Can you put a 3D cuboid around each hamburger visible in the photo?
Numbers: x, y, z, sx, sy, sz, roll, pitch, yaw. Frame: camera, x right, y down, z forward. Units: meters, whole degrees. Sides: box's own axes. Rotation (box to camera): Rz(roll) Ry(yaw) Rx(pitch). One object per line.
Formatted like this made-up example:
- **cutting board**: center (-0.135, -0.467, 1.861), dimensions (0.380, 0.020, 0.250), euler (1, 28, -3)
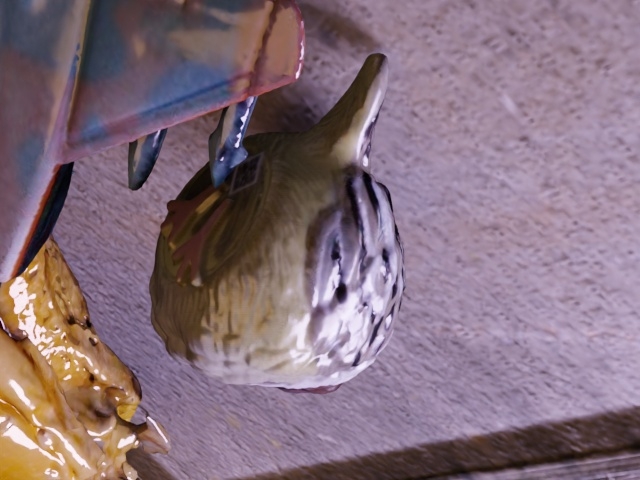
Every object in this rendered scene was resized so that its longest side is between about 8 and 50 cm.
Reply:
- **hamburger**: center (-0.234, 0.055, 0.728), dimensions (0.314, 0.170, 0.290), euler (9, 145, 35)

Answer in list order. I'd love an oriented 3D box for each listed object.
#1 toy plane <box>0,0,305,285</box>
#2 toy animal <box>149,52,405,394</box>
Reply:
- **toy plane**: center (-0.113, -0.057, 0.506), dimensions (0.223, 0.104, 0.326), euler (29, 135, 14)
- **toy animal**: center (0.000, 0.000, 0.513), dimensions (0.098, 0.098, 0.137), euler (42, 105, -8)
